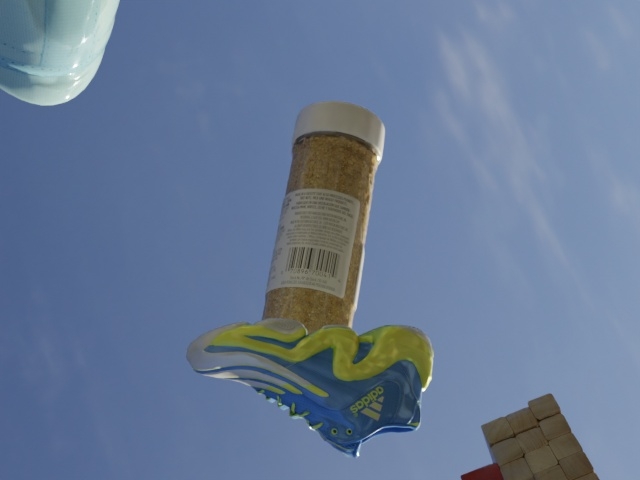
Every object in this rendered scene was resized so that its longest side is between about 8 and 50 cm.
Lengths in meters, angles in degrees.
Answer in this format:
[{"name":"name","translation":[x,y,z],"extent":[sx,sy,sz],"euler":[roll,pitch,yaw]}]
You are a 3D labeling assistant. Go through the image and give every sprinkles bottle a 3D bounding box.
[{"name":"sprinkles bottle","translation":[0.000,0.000,1.646],"extent":[0.121,0.121,0.355],"euler":[30,-121,-38]}]

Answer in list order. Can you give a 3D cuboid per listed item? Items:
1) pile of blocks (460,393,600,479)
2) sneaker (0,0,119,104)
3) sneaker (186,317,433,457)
[{"name":"pile of blocks","translation":[0.175,0.259,1.090],"extent":[0.362,0.113,0.149],"euler":[69,180,-63]},{"name":"sneaker","translation":[-0.216,-0.178,0.670],"extent":[0.135,0.150,0.366],"euler":[-9,-147,-31]},{"name":"sneaker","translation":[-0.009,0.144,1.236],"extent":[0.091,0.240,0.126],"euler":[87,-179,-71]}]
